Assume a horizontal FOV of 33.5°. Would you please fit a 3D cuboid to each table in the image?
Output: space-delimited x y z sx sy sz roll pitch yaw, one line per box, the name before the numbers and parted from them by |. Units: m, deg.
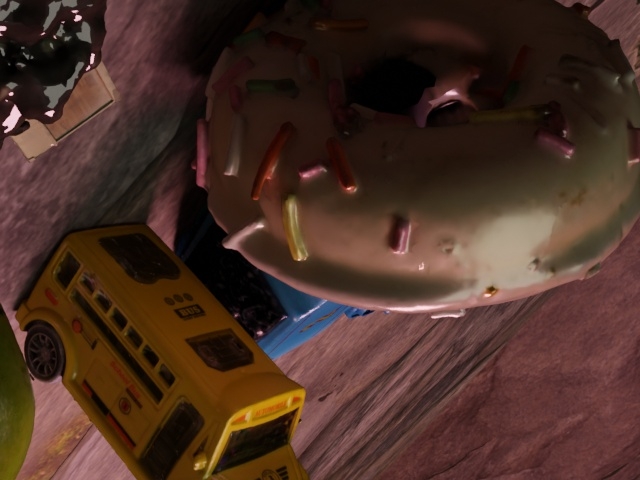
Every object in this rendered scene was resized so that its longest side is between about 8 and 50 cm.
table | -0.199 -0.114 0.750 0.083 0.062 0.079 -38 158 -10

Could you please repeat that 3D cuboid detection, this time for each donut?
donut | 0.081 -0.101 0.869 0.383 0.383 0.142 -29 137 -28

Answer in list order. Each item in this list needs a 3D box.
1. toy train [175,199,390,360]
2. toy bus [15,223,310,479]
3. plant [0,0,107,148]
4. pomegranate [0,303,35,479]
toy train | 0.000 0.000 1.089 0.265 0.188 0.300 -27 170 -27
toy bus | -0.128 0.137 0.981 0.144 0.330 0.152 -9 138 -54
plant | -0.185 -0.155 0.544 0.234 0.204 0.178 -1 139 -50
pomegranate | -0.323 0.104 0.732 0.260 0.260 0.340 -43 -172 2
